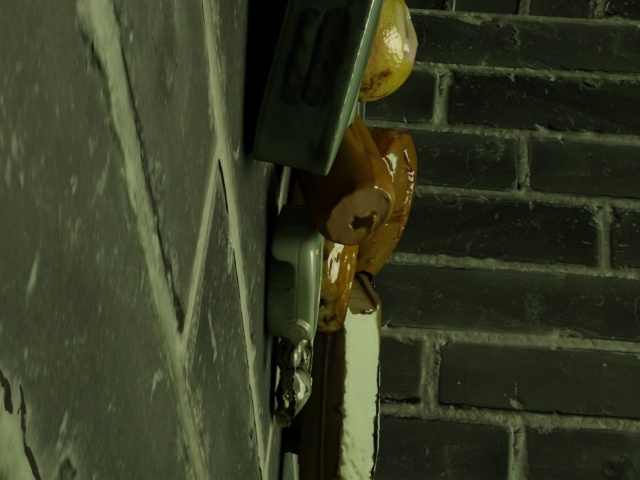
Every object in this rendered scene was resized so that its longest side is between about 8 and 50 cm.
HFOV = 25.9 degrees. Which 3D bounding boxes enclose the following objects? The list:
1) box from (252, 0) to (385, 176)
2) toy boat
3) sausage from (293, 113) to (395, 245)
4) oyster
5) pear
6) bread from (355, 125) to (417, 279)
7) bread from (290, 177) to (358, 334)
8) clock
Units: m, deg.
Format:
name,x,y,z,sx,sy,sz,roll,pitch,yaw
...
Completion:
name,x,y,z,sx,sy,sz,roll,pitch,yaw
box,0.026,-0.290,1.528,0.396,0.111,0.396,-73,179,-77
toy boat,0.005,0.266,2.133,0.162,0.136,0.446,3,-89,52
sausage,0.018,-0.105,1.779,0.328,0.112,0.112,-110,-162,-58
oyster,-0.038,0.184,1.893,0.108,0.053,0.166,-76,167,-78
pear,0.057,-0.288,1.956,0.178,0.178,0.178,4,90,-86
bread,0.070,-0.059,2.230,0.195,0.142,0.270,-46,156,-57
bread,0.000,0.000,1.983,0.210,0.099,0.235,79,21,-68
clock,-0.032,0.059,1.765,0.151,0.062,0.191,-79,172,-69
